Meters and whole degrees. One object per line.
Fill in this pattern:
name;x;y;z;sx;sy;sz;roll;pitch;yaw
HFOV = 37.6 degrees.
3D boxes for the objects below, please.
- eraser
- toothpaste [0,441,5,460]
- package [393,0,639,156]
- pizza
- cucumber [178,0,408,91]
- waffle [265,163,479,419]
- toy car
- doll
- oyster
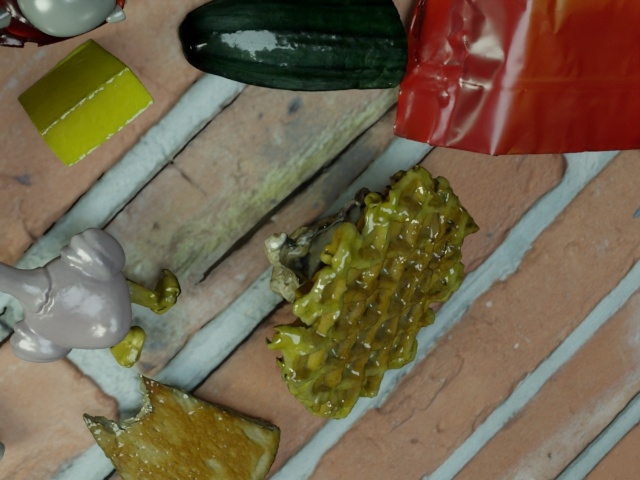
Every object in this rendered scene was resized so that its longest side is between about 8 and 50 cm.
eraser;-0.217;-0.129;0.857;0.097;0.122;0.045;-40;126;-6
toothpaste;-0.448;0.165;0.913;0.301;0.048;0.075;31;94;-34
package;0.294;-0.201;1.096;0.424;0.123;0.196;-3;111;-28
pizza;-0.172;0.248;1.104;0.181;0.034;0.262;-51;125;0
cucumber;-0.022;-0.201;0.967;0.244;0.063;0.115;-7;114;-23
waffle;0.068;0.064;1.073;0.302;0.068;0.325;-50;153;-10
toy car;-0.229;-0.219;0.817;0.139;0.112;0.112;-33;124;-12
doll;-0.308;0.032;0.901;0.365;0.094;0.160;26;106;-33
oyster;0.000;0.000;1.051;0.163;0.081;0.191;-54;157;7
